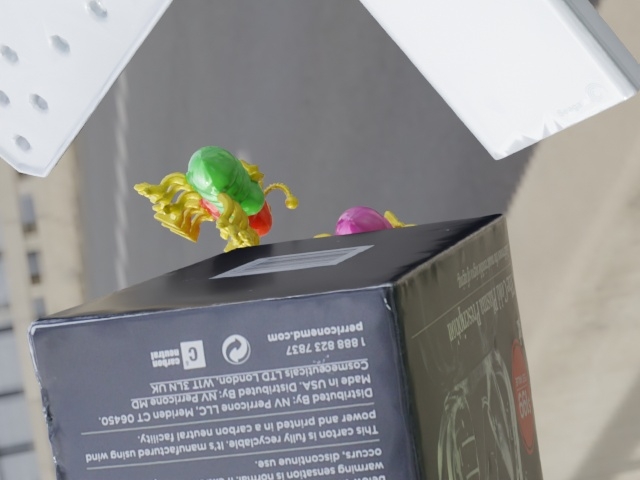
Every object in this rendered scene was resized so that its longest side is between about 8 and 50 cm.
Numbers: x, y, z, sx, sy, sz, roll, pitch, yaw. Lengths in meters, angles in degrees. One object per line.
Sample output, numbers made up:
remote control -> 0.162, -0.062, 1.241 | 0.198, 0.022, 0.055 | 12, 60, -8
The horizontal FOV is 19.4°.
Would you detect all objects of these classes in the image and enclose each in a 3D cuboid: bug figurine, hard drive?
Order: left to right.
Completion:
bug figurine -> 0.000, 0.000, 1.336 | 0.072, 0.279, 0.216 | -63, -21, -5
hard drive -> 0.147, -0.231, 1.813 | 0.307, 0.040, 0.203 | 49, 140, -14

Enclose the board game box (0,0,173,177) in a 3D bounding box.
board game box -> -0.202, -0.242, 0.806 | 0.390, 0.050, 0.390 | 41, 146, -4

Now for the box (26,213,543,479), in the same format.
box -> 0.013, 0.162, 0.989 | 0.343, 0.178, 0.313 | -25, -73, -75
